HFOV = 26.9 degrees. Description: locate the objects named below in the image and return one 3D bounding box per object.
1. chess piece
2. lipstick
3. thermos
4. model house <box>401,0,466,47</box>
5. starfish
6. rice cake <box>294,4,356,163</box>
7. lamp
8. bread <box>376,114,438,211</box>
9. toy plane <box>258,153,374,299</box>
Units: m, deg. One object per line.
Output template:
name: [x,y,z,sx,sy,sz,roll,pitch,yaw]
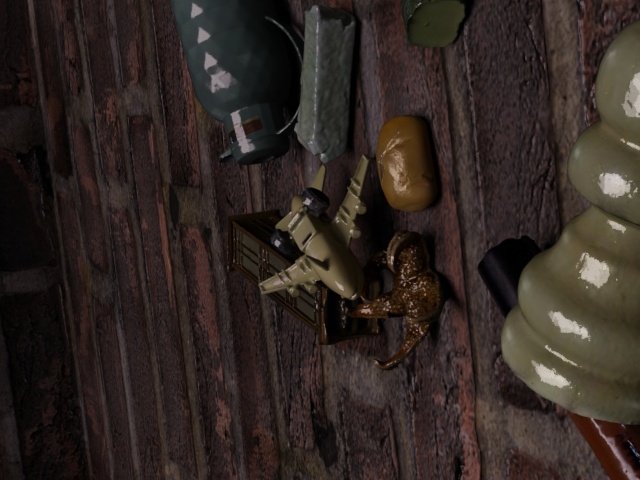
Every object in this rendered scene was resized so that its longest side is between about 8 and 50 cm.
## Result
chess piece: [0.272,-0.029,1.124,0.182,0.182,0.330,45,131,51]
lipstick: [0.275,0.166,1.267,0.418,0.077,0.077,61,148,33]
thermos: [-0.100,-0.252,1.850,0.182,0.145,0.287,-23,78,30]
model house: [0.121,-0.268,1.471,0.079,0.066,0.083,99,168,-55]
starfish: [0.092,0.077,1.618,0.190,0.074,0.146,-45,57,60]
rice cake: [0.006,-0.206,1.713,0.069,0.063,0.206,-134,43,-59]
lamp: [-0.030,0.045,1.847,0.325,0.090,0.089,31,126,57]
bread: [0.095,-0.089,1.574,0.082,0.056,0.115,-6,93,64]
toy plane: [0.000,0.000,1.671,0.229,0.092,0.244,-52,25,16]
